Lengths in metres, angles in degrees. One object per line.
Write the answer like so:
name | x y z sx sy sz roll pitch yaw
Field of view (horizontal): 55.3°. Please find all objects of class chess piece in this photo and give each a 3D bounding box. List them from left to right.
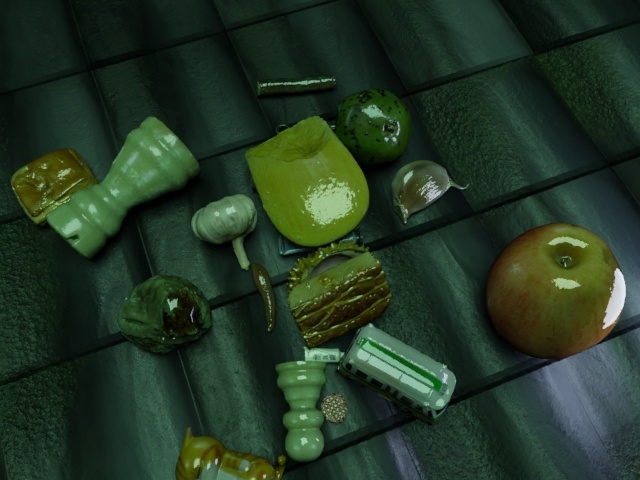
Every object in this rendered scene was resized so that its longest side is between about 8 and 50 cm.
chess piece | -0.594 -0.150 1.838 0.234 0.234 0.442 40 74 16
chess piece | -0.044 0.452 1.612 0.145 0.144 0.251 -3 72 -2

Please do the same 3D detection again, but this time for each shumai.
shumai | -0.440 0.186 1.679 0.261 0.222 0.225 0 68 4

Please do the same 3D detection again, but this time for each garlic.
garlic | -0.266 -0.013 1.812 0.199 0.199 0.225 -20 93 -10
garlic | 0.334 -0.189 1.932 0.267 0.148 0.128 -24 31 -7

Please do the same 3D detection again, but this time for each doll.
doll | -0.238 0.589 1.528 0.270 0.162 0.166 20 95 2

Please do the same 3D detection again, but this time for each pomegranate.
pomegranate | 0.157 -0.354 1.929 0.255 0.271 0.254 -1 93 -24

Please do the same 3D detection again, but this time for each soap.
soap | -0.040 -0.180 1.816 0.306 0.115 0.427 -28 66 -6

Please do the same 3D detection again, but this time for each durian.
durian | 0.041 0.077 1.752 0.305 0.195 0.185 -12 59 -4

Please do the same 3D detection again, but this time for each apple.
apple | 0.634 0.132 1.657 0.364 0.364 0.363 0 65 -1

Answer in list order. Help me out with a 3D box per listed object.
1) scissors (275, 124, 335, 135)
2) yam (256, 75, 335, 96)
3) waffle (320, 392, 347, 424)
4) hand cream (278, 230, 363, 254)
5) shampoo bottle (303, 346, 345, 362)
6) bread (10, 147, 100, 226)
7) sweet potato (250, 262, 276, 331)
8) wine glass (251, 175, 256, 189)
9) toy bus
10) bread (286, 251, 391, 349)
scissors | -0.039 -0.363 2.045 0.220 0.017 0.088 -10 65 -6
yam | -0.084 -0.533 2.102 0.274 0.061 0.061 -5 65 -4
waffle | 0.036 0.457 1.662 0.075 0.029 0.083 7 68 3
hand cream | 0.000 0.000 1.856 0.256 0.055 0.088 -4 45 -2
shampoo bottle | 0.022 0.323 1.721 0.141 0.034 0.048 -1 60 -3
bread | -0.827 -0.176 1.902 0.235 0.099 0.210 -34 70 -15
sweet potato | -0.160 0.162 1.786 0.050 0.050 0.214 -15 69 -8
wine glass | -0.142 -0.197 1.937 0.155 0.073 0.073 1 65 -1
toy bus | 0.211 0.350 1.625 0.306 0.179 0.143 29 68 7
bread | 0.054 0.167 1.692 0.275 0.184 0.114 -26 40 -8
